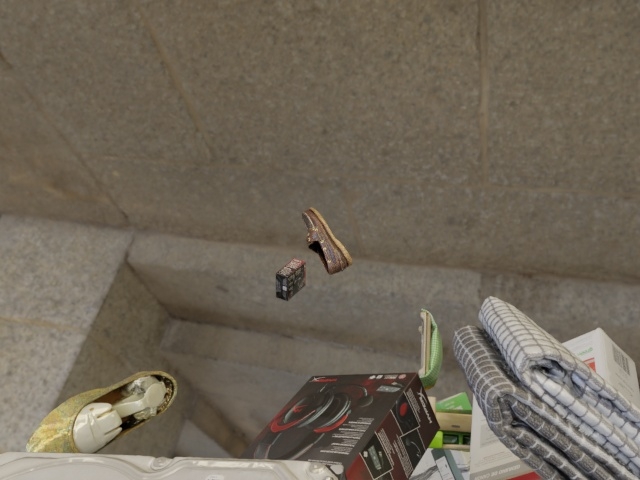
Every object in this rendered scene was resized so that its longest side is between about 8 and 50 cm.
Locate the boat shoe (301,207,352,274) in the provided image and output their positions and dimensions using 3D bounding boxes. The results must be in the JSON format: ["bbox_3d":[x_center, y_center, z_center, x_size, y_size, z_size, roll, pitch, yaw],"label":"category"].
[{"bbox_3d":[0.000,0.000,1.692,0.073,0.207,0.073,-27,146,-13],"label":"boat shoe"}]

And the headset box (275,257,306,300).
[{"bbox_3d":[-0.061,0.081,1.400,0.032,0.083,0.062,16,123,24],"label":"headset box"}]

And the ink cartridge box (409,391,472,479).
[{"bbox_3d":[0.334,0.579,1.739,0.121,0.289,0.211,-6,159,-45],"label":"ink cartridge box"}]

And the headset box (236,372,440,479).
[{"bbox_3d":[0.010,0.322,0.954,0.218,0.293,0.110,-12,108,40],"label":"headset box"}]

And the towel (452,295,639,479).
[{"bbox_3d":[0.288,0.208,0.750,0.283,0.121,0.235,40,-173,-3],"label":"towel"}]

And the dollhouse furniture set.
[{"bbox_3d":[0.300,0.326,1.505,0.151,0.302,0.197,2,162,8],"label":"dollhouse furniture set"}]

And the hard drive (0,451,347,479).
[{"bbox_3d":[-0.165,0.242,0.445,0.338,0.237,0.064,-3,110,18],"label":"hard drive"}]

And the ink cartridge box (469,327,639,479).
[{"bbox_3d":[0.452,0.360,1.276,0.130,0.272,0.309,41,129,-18],"label":"ink cartridge box"}]

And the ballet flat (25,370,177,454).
[{"bbox_3d":[-0.408,0.341,1.283,0.123,0.123,0.348,1,-170,26],"label":"ballet flat"}]
